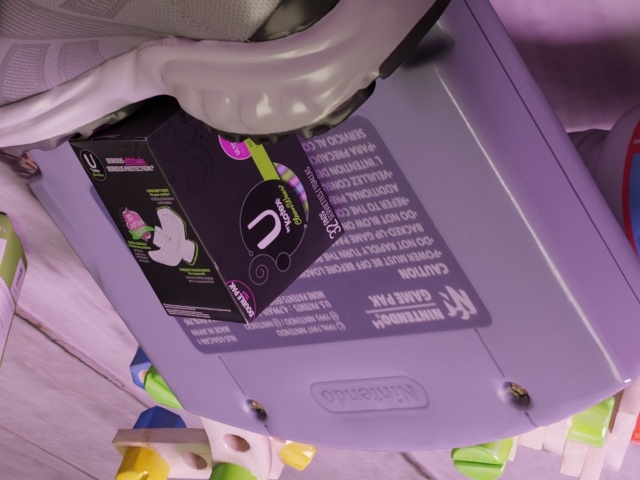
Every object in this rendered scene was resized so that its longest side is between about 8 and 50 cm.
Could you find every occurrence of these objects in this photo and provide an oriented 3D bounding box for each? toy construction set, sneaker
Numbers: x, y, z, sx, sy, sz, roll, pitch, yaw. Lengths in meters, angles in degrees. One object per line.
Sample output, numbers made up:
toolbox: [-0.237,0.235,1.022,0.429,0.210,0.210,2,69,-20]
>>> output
toy construction set: [0.041,0.084,0.941,0.327,0.151,0.215,4,138,1]
sneaker: [-0.075,-0.097,0.581,0.271,0.100,0.108,-1,131,49]

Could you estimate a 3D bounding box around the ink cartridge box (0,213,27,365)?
ink cartridge box: [-0.307,0.097,1.047,0.188,0.255,0.097,12,163,-1]

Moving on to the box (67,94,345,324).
box: [-0.042,-0.020,0.631,0.052,0.062,0.083,3,129,48]

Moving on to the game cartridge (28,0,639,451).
game cartridge: [0.000,0.000,0.711,0.297,0.062,0.198,-10,122,51]

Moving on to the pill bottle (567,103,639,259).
pill bottle: [0.163,-0.016,0.648,0.160,0.087,0.087,-3,157,41]
